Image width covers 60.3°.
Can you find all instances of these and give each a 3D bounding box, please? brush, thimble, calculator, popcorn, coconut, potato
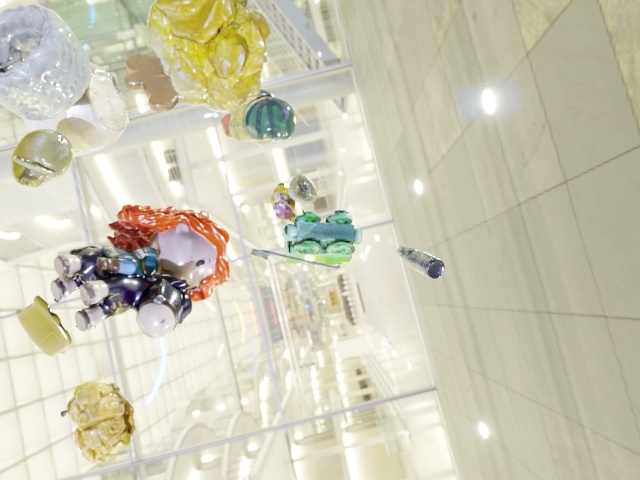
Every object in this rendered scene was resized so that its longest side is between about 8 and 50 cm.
[{"bbox_3d":[-0.073,0.057,1.547,0.062,0.265,0.027,42,-120,-74],"label":"brush"},{"bbox_3d":[-0.813,-0.496,1.539,0.195,0.291,0.292,61,-166,-66],"label":"thimble"},{"bbox_3d":[-1.028,0.329,2.053,0.237,0.157,0.033,55,-164,-7],"label":"calculator"},{"bbox_3d":[-0.531,0.426,1.338,0.194,0.140,0.163,51,122,30],"label":"popcorn"},{"bbox_3d":[-0.915,-0.484,2.033,0.346,0.359,0.347,-8,-90,-70],"label":"coconut"},{"bbox_3d":[-0.845,-0.239,1.667,0.157,0.157,0.194,77,-165,-47],"label":"potato"}]

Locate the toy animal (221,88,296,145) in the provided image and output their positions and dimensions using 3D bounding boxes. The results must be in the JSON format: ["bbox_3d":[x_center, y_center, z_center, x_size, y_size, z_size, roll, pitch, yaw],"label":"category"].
[{"bbox_3d":[-0.222,-0.451,2.006,0.338,0.215,0.191,28,130,55],"label":"toy animal"}]

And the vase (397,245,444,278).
[{"bbox_3d":[0.274,0.054,1.560,0.211,0.059,0.060,-144,38,-68],"label":"vase"}]

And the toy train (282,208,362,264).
[{"bbox_3d":[0.000,0.000,1.678,0.188,0.243,0.133,112,157,-65],"label":"toy train"}]

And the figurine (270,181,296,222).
[{"bbox_3d":[-0.121,-0.128,1.932,0.115,0.094,0.156,55,-170,-35],"label":"figurine"}]

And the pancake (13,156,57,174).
[{"bbox_3d":[-0.705,-0.184,1.357,0.108,0.107,0.017,-126,59,-89],"label":"pancake"}]

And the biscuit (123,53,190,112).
[{"bbox_3d":[-0.474,-0.466,1.619,0.301,0.196,0.049,43,138,30],"label":"biscuit"}]

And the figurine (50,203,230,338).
[{"bbox_3d":[-0.367,0.063,1.192,0.412,0.305,0.241,-67,-14,-67],"label":"figurine"}]

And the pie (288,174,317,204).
[{"bbox_3d":[-0.043,-0.129,1.405,0.021,0.084,0.084,-40,59,57],"label":"pie"}]

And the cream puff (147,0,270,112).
[{"bbox_3d":[-0.228,-0.482,1.316,0.291,0.257,0.325,-48,-62,-44],"label":"cream puff"}]
